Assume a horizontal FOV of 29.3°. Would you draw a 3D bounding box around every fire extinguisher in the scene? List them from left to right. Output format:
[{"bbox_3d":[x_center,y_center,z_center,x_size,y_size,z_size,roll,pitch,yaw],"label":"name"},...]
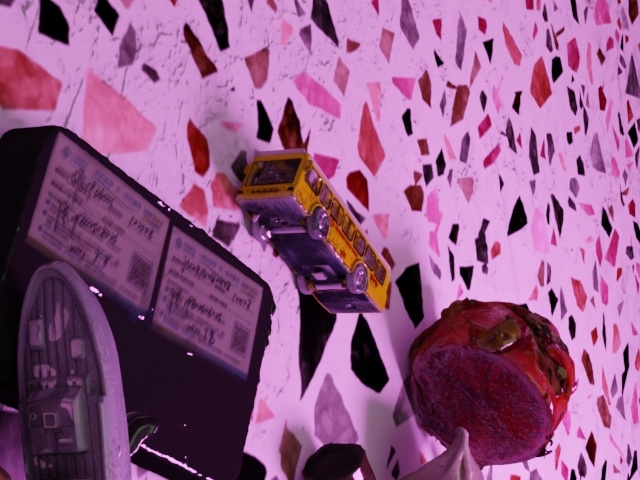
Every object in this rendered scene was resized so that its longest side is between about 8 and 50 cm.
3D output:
[{"bbox_3d":[0.054,0.339,1.359,0.089,0.072,0.268,-123,-169,-62],"label":"fire extinguisher"}]

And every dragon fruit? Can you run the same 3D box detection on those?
[{"bbox_3d":[0.215,0.172,1.529,0.147,0.211,0.282,-49,155,-41],"label":"dragon fruit"}]

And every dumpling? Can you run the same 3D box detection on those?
[{"bbox_3d":[0.151,0.325,1.473,0.166,0.126,0.216,-32,113,-74],"label":"dumpling"}]

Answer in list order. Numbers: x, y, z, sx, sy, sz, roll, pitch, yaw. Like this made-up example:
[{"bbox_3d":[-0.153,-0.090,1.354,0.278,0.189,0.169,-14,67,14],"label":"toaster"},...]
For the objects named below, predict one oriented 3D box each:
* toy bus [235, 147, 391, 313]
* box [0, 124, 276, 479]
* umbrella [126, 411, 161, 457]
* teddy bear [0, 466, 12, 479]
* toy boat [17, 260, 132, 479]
[{"bbox_3d":[0.000,0.000,1.279,0.226,0.081,0.074,51,47,-44],"label":"toy bus"},{"bbox_3d":[-0.161,0.068,1.030,0.350,0.058,0.211,42,51,-50],"label":"box"},{"bbox_3d":[-0.199,0.233,0.919,0.071,0.070,0.248,50,57,-45],"label":"umbrella"},{"bbox_3d":[-0.274,0.152,0.765,0.190,0.140,0.177,56,45,-29],"label":"teddy bear"},{"bbox_3d":[-0.176,0.144,0.856,0.085,0.078,0.261,3,80,-66],"label":"toy boat"}]
